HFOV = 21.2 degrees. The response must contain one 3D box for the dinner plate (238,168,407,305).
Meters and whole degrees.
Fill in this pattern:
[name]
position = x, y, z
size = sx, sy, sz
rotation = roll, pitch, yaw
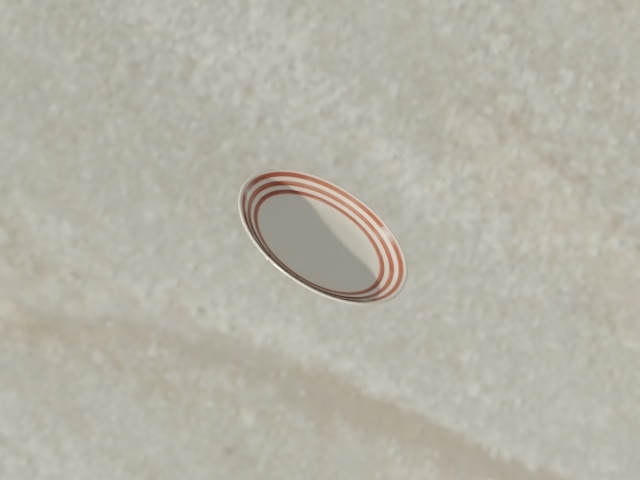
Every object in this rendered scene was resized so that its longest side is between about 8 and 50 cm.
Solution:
[dinner plate]
position = 0.000, 0.000, 1.267
size = 0.141, 0.141, 0.017
rotation = 27, 123, -13
